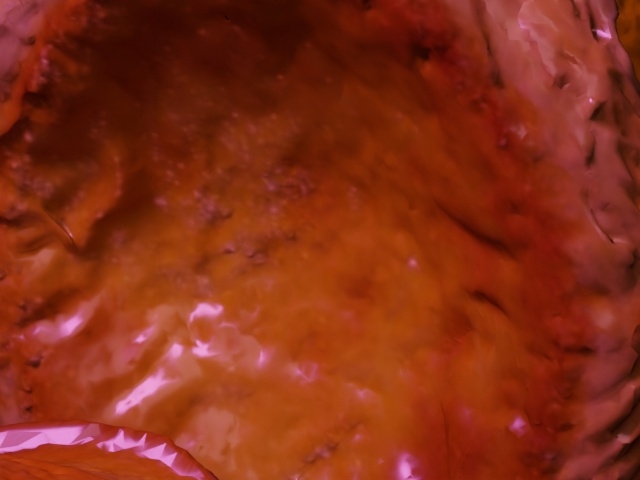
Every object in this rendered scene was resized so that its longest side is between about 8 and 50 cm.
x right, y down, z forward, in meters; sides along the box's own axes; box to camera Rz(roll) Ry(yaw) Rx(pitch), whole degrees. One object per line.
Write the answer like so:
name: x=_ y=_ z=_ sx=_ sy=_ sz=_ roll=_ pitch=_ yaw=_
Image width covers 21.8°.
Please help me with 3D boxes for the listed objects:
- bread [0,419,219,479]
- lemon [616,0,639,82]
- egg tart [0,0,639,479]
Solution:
bread: x=-0.115 y=0.210 z=0.539 sx=0.312 sy=0.172 sz=0.312 roll=-4 pitch=78 yaw=17
lemon: x=0.099 y=-0.097 z=0.731 sx=0.193 sy=0.180 sz=0.180 roll=11 pitch=49 yaw=-36
egg tart: x=0.000 y=0.000 z=0.628 sx=0.319 sy=0.319 sz=0.128 roll=25 pitch=25 yaw=20
